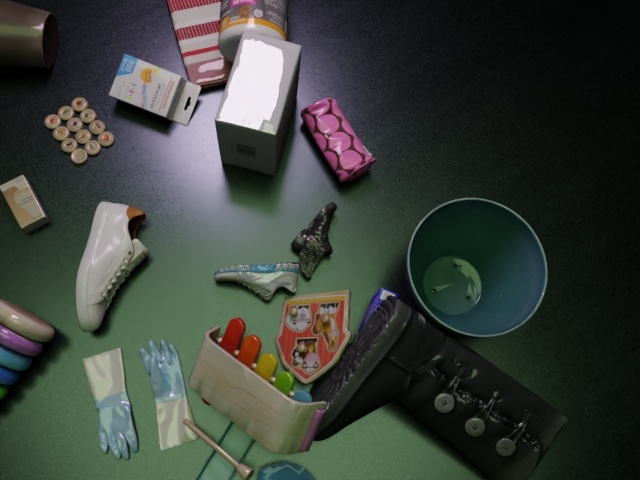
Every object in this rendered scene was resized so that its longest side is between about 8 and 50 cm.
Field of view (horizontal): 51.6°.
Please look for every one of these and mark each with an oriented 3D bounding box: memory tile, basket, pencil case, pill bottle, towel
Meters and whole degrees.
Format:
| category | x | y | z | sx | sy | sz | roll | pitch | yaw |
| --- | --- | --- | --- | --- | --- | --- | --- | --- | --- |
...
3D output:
| category | x | y | z | sx | sy | sz | roll | pitch | yaw |
| --- | --- | --- | --- | --- | --- | --- | --- | --- | --- |
| memory tile | -0.563 | -0.257 | 1.543 | 0.113 | 0.012 | 0.148 | -37 | 81 | -14 |
| basket | -0.738 | -0.475 | 1.524 | 0.226 | 0.154 | 0.205 | 7 | 70 | -7 |
| pencil case | 0.041 | -0.240 | 1.554 | 0.098 | 0.095 | 0.209 | -36 | 80 | 22 |
| pill bottle | -0.154 | -0.562 | 1.554 | 0.162 | 0.162 | 0.279 | 2 | 73 | -5 |
| towel | -0.245 | -0.542 | 1.645 | 0.237 | 0.037 | 0.329 | -15 | 75 | -9 |

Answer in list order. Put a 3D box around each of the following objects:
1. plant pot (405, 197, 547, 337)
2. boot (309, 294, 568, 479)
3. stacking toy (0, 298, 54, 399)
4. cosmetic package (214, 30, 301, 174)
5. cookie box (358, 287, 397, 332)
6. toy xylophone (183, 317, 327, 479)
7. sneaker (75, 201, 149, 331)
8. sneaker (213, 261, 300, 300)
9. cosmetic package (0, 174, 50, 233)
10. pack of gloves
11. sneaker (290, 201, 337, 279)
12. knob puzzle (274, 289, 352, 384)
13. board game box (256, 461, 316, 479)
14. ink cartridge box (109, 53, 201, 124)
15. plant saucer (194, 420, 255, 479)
| category | x | y | z | sx | sy | sz | roll | pitch | yaw |
| --- | --- | --- | --- | --- | --- | --- | --- | --- | --- |
| plant pot | 0.311 | 0.076 | 1.430 | 0.290 | 0.195 | 0.290 | 1 | 74 | -4 |
| boot | 0.224 | 0.371 | 1.364 | 0.445 | 0.146 | 0.367 | 34 | 107 | -13 |
| stacking toy | -0.684 | 0.287 | 1.319 | 0.141 | 0.141 | 0.330 | 30 | 78 | 4 |
| cosmetic package | -0.135 | -0.301 | 1.485 | 0.138 | 0.224 | 0.225 | 13 | 73 | -1 |
| cookie box | 0.123 | 0.159 | 1.435 | 0.040 | 0.107 | 0.092 | 24 | 73 | 0 |
| toy xylophone | -0.154 | 0.319 | 1.317 | 0.322 | 0.081 | 0.236 | 39 | 110 | 25 |
| sneaker | -0.439 | 0.055 | 1.414 | 0.123 | 0.106 | 0.290 | 7 | 72 | -1 |
| sneaker | -0.139 | 0.092 | 1.454 | 0.190 | 0.071 | 0.083 | -2 | 89 | 0 |
| cosmetic package | -0.656 | -0.080 | 1.468 | 0.060 | 0.041 | 0.115 | -31 | 79 | -13 |
| pack of gloves | -0.377 | 0.327 | 1.373 | 0.195 | 0.046 | 0.232 | -15 | 75 | -10 |
| sneaker | 0.000 | -0.001 | 1.502 | 0.089 | 0.051 | 0.170 | 42 | 79 | 7 |
| knob puzzle | -0.023 | 0.202 | 1.390 | 0.213 | 0.030 | 0.213 | -15 | 61 | 29 |
| board game box | -0.077 | 0.538 | 1.346 | 0.133 | 0.033 | 0.169 | 16 | 78 | -6 |
| ink cartridge box | -0.385 | -0.350 | 1.547 | 0.181 | 0.061 | 0.104 | 21 | 93 | 1 |
| plant saucer | -0.196 | 0.452 | 1.367 | 0.067 | 0.018 | 0.192 | 31 | 74 | 4 |
